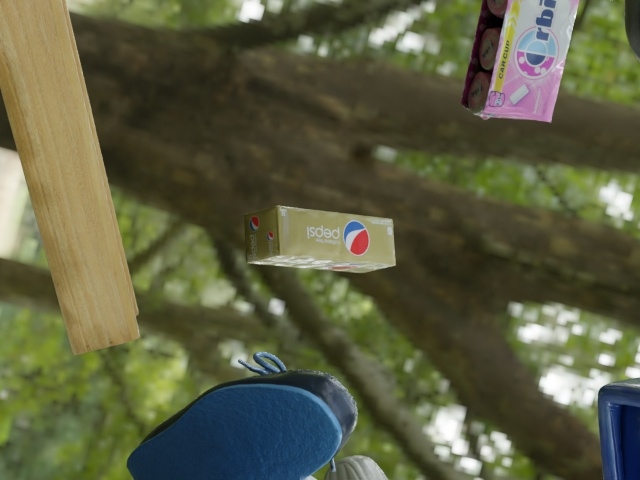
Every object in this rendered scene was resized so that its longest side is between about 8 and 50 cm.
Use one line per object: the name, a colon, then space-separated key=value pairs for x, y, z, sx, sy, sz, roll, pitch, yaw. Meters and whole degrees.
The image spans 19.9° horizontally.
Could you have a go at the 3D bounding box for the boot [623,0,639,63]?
boot: x=0.235 y=-0.243 z=1.535 sx=0.223 sy=0.118 sz=0.338 roll=-19 pitch=-137 yaw=35

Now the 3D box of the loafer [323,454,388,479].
loafer: x=0.098 y=0.392 z=2.082 sx=0.112 sy=0.111 sz=0.319 roll=-25 pitch=-95 yaw=44

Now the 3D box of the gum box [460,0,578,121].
gum box: x=0.255 y=-0.244 z=2.340 sx=0.062 sy=0.107 sz=0.188 roll=28 pitch=-71 yaw=59

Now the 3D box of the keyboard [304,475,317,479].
keyboard: x=0.018 y=0.376 z=2.445 sx=0.072 sy=0.256 sz=0.014 roll=-41 pitch=-153 yaw=23

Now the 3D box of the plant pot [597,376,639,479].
plant pot: x=0.440 y=0.246 z=1.826 sx=0.236 sy=0.212 sz=0.236 roll=7 pitch=-72 yaw=55

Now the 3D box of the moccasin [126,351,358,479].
moccasin: x=-0.075 y=0.181 z=1.847 sx=0.342 sy=0.137 sz=0.117 roll=-19 pitch=-168 yaw=48

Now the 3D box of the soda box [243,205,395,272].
soda box: x=0.000 y=0.000 z=2.076 sx=0.061 sy=0.181 sz=0.058 roll=-14 pitch=-104 yaw=46

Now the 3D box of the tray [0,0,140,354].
tray: x=-0.246 y=-0.113 z=1.665 sx=0.203 sy=0.076 sz=0.411 roll=-111 pitch=-169 yaw=-47
